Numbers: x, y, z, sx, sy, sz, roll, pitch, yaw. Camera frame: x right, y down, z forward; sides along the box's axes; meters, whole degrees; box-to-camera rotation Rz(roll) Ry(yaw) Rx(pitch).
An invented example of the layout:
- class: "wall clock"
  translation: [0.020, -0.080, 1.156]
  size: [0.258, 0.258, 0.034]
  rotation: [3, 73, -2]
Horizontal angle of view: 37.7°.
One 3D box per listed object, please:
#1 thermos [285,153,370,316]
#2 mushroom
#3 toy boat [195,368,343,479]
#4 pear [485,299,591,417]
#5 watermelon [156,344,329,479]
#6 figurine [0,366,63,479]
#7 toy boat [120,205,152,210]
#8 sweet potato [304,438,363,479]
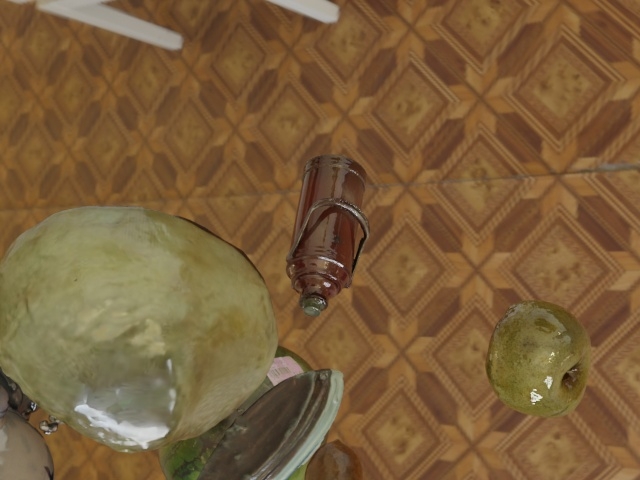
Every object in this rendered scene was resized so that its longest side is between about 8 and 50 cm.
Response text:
- class: "thermos"
  translation: [0.003, 0.002, 1.292]
  size: [0.124, 0.099, 0.232]
  rotation: [-35, 36, 49]
- class: "mushroom"
  translation: [-0.155, 0.086, 0.836]
  size: [0.189, 0.267, 0.164]
  rotation: [-43, 25, 13]
- class: "toy boat"
  translation: [-0.030, 0.151, 0.704]
  size: [0.059, 0.066, 0.140]
  rotation: [34, 78, 37]
- class: "pear"
  translation: [0.315, 0.174, 1.365]
  size: [0.137, 0.167, 0.167]
  rotation: [16, 95, 36]
- class: "watermelon"
  translation: [-0.152, 0.368, 1.845]
  size: [0.363, 0.363, 0.363]
  rotation: [-5, 82, 38]
- class: "figurine"
  translation: [-0.405, 0.225, 1.155]
  size: [0.261, 0.186, 0.381]
  rotation: [102, 176, -50]
- class: "toy boat"
  translation: [-0.253, -0.006, 1.305]
  size: [0.206, 0.072, 0.064]
  rotation: [-111, 39, -71]
- class: "sweet potato"
  translation: [0.012, 0.413, 1.375]
  size: [0.097, 0.097, 0.291]
  rotation: [-42, 19, 27]
